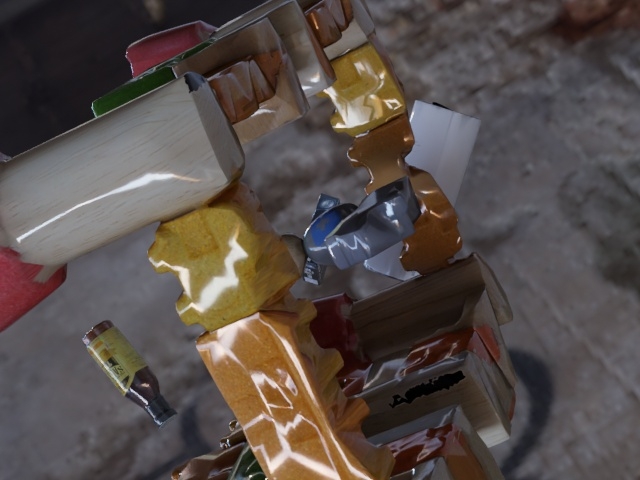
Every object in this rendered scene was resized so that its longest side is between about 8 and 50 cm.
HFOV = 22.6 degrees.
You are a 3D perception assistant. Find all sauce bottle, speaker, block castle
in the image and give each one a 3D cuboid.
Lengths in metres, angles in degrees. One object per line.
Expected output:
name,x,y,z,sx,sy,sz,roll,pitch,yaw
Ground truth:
sauce bottle,-0.201,0.143,1.707,0.128,0.042,0.042,49,174,12
speaker,0.078,-0.037,1.222,0.055,0.136,0.055,17,-176,-1
block castle,-0.052,0.034,0.917,0.303,0.213,0.453,63,-163,-10

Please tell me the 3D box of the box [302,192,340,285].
box,0.000,0.000,1.476,0.018,0.067,0.083,18,166,7
